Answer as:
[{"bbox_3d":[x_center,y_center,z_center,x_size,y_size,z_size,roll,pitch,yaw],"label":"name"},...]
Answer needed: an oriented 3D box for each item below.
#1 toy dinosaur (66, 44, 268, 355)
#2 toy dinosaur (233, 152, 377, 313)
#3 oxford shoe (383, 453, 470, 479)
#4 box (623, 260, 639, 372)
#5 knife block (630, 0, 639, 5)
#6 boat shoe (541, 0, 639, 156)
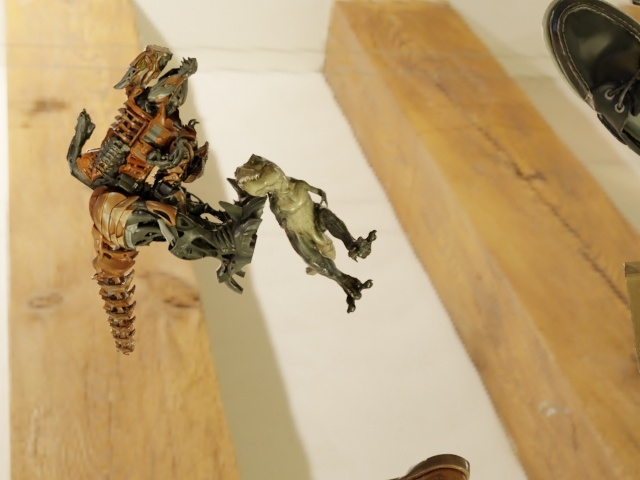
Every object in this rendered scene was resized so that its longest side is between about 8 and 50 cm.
[{"bbox_3d":[-0.171,-0.040,1.368,0.218,0.322,0.164,14,-144,-5],"label":"toy dinosaur"},{"bbox_3d":[0.000,0.000,1.208,0.118,0.268,0.064,39,-100,27],"label":"toy dinosaur"},{"bbox_3d":[0.094,0.330,1.511,0.076,0.212,0.076,27,-137,-25],"label":"oxford shoe"},{"bbox_3d":[0.371,0.058,1.098,0.201,0.164,0.021,-7,-128,14],"label":"box"},{"bbox_3d":[0.470,-0.280,1.360,0.275,0.088,0.242,5,-153,-1],"label":"knife block"},{"bbox_3d":[0.414,-0.176,1.601,0.127,0.340,0.113,-38,-167,3],"label":"boat shoe"}]
